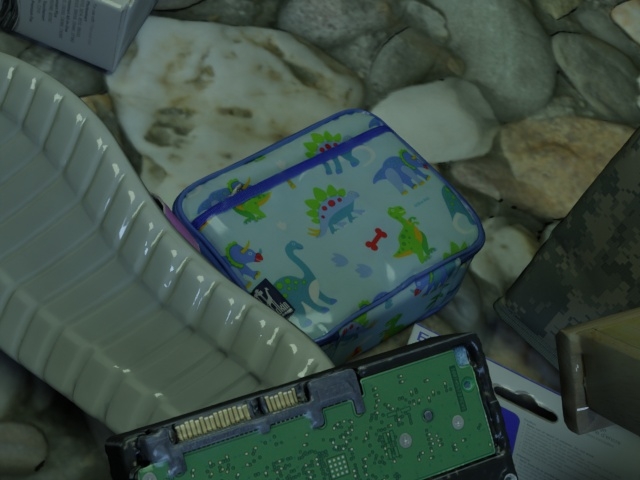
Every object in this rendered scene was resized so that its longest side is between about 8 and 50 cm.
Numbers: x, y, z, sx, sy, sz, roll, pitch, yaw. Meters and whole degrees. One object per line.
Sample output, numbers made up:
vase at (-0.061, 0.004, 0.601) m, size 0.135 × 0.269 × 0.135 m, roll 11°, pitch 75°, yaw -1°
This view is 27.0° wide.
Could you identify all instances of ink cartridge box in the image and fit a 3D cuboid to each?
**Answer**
ink cartridge box at (-0.233, -0.251, 1.127) m, size 0.203 × 0.086 × 0.148 m, roll 24°, pitch 52°, yaw 0°
ink cartridge box at (0.128, 0.175, 0.953) m, size 0.206 × 0.045 × 0.208 m, roll 27°, pitch 38°, yaw 2°

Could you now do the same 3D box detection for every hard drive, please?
hard drive at (0.028, 0.246, 0.787) m, size 0.236 × 0.064 × 0.339 m, roll -16°, pitch 90°, yaw -25°

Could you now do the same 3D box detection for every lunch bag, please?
lunch bag at (0.319, 0.046, 0.986) m, size 0.287 × 0.235 × 0.169 m, roll 43°, pitch 44°, yaw 12°
lunch bag at (0.000, 0.000, 1.024) m, size 0.219 × 0.090 × 0.176 m, roll -26°, pitch 64°, yaw -31°

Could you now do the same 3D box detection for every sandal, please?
sandal at (-0.144, 0.034, 0.937) m, size 0.416 × 0.102 × 0.169 m, roll 45°, pitch 99°, yaw 18°

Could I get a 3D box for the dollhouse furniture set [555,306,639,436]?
dollhouse furniture set at (0.292, 0.246, 0.776) m, size 0.362 × 0.256 × 0.394 m, roll -13°, pitch 106°, yaw -19°
